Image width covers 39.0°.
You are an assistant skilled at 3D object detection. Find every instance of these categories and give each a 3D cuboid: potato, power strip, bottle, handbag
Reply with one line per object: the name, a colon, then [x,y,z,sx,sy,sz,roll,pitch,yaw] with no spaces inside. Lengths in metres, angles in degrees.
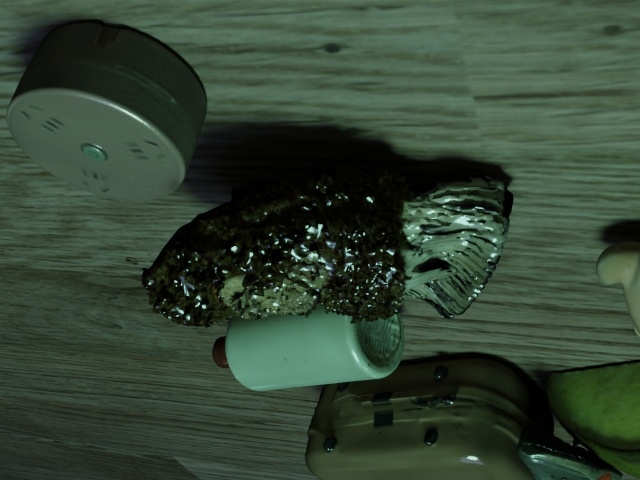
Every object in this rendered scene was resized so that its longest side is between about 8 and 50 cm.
potato: [0.434,0.233,1.034,0.269,0.112,0.255,-14,141,43]
power strip: [-0.175,-0.101,0.752,0.154,0.078,0.154,10,150,6]
bottle: [-0.029,0.117,1.037,0.245,0.104,0.104,-14,140,39]
handbag: [0.162,0.273,1.183,0.302,0.149,0.283,-17,136,39]

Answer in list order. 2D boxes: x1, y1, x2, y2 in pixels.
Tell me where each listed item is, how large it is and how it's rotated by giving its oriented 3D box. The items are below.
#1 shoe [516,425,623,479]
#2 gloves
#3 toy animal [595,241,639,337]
shoe: [0.279,0.274,1.044,0.194,0.077,0.074,28,-177,-44]
gloves: [0.000,0.007,0.797,0.312,0.135,0.210,-2,175,-14]
toy animal: [0.336,0.068,0.646,0.277,0.247,0.345,28,148,-20]
